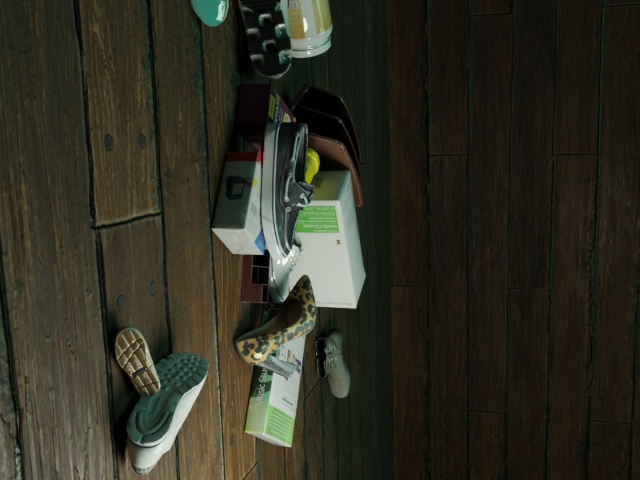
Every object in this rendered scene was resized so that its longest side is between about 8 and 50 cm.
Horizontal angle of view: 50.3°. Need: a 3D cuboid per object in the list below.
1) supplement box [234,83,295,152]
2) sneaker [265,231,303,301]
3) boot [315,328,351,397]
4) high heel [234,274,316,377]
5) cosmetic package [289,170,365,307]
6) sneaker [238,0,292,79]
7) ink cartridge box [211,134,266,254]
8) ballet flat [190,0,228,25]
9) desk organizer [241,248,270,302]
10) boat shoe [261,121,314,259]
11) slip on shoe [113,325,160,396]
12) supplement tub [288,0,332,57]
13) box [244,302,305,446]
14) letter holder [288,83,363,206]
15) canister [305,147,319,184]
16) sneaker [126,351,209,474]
[{"bbox_3d":[-0.125,-0.277,1.589,0.188,0.081,0.104,45,48,-69],"label":"supplement box"},{"bbox_3d":[-0.092,0.035,1.708,0.094,0.091,0.258,-54,142,-65],"label":"sneaker"},{"bbox_3d":[0.028,0.419,2.231,0.161,0.083,0.246,-25,109,-66],"label":"boot"},{"bbox_3d":[-0.103,0.175,1.601,0.186,0.093,0.261,34,62,-41],"label":"high heel"},{"bbox_3d":[0.000,0.000,1.854,0.155,0.197,0.365,-70,154,-51],"label":"cosmetic package"},{"bbox_3d":[-0.128,-0.530,1.545,0.146,0.122,0.330,-111,-161,-82],"label":"sneaker"},{"bbox_3d":[-0.159,-0.100,1.482,0.134,0.078,0.231,62,32,-62],"label":"ink cartridge box"},{"bbox_3d":[-0.224,-0.506,1.256,0.221,0.077,0.079,69,7,-53],"label":"ballet flat"},{"bbox_3d":[-0.149,0.081,1.579,0.047,0.050,0.130,25,67,-73],"label":"desk organizer"},{"bbox_3d":[-0.064,-0.107,1.481,0.108,0.102,0.301,-2,93,-76],"label":"boat shoe"},{"bbox_3d":[-0.293,0.188,1.084,0.041,0.051,0.135,41,-26,55],"label":"slip on shoe"},{"bbox_3d":[-0.047,-0.585,1.739,0.144,0.144,0.200,-72,157,-48],"label":"supplement tub"},{"bbox_3d":[-0.109,0.346,1.738,0.232,0.058,0.322,60,33,-62],"label":"box"},{"bbox_3d":[0.042,-0.251,1.880,0.152,0.214,0.302,-58,153,-20],"label":"letter holder"},{"bbox_3d":[-0.083,-0.151,1.673,0.170,0.126,0.073,-70,156,-46],"label":"canister"},{"bbox_3d":[-0.260,0.283,1.156,0.235,0.090,0.095,-58,160,-56],"label":"sneaker"}]
